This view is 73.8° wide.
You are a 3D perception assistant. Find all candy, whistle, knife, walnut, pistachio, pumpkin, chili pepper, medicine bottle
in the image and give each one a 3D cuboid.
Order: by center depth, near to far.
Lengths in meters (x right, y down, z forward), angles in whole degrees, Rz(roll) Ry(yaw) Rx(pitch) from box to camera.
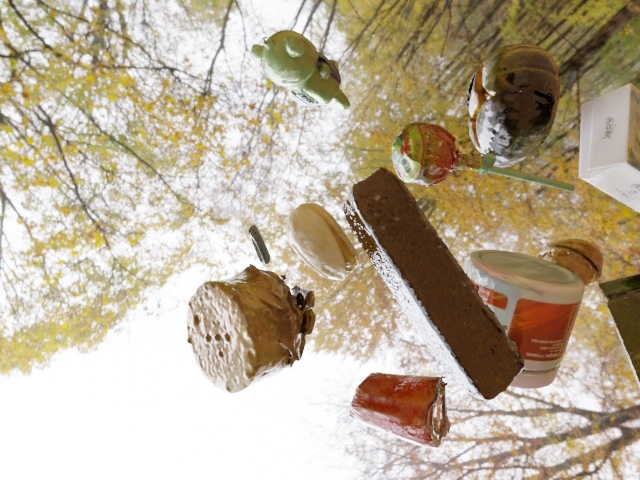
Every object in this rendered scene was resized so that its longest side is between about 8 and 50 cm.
[{"bbox_3d":[0.165,-0.070,0.423,0.200,0.061,0.061,9,-129,-12],"label":"candy"},{"bbox_3d":[-0.018,-0.278,0.720,0.227,0.105,0.085,17,-95,-53],"label":"whistle"},{"bbox_3d":[0.000,0.000,0.967,0.117,0.145,0.201,-31,-115,-17],"label":"pistachio"},{"bbox_3d":[0.440,0.168,0.984,0.252,0.241,0.252,6,-164,-2],"label":"medicine bottle"},{"bbox_3d":[0.625,0.065,1.082,0.144,0.180,0.144,2,-105,-7],"label":"walnut"},{"bbox_3d":[0.511,-0.369,1.149,0.192,0.321,0.321,3,-133,8],"label":"pumpkin"},{"bbox_3d":[-0.190,0.018,1.320,0.023,0.162,0.044,23,-122,31],"label":"knife"},{"bbox_3d":[0.267,0.529,1.420,0.251,0.305,0.230,-32,-58,-50],"label":"chili pepper"}]

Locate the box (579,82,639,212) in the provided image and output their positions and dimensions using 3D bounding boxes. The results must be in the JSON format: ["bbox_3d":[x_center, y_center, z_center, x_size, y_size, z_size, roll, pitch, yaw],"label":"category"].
[{"bbox_3d":[0.754,-0.206,1.015,0.274,0.116,0.203,20,-108,-23],"label":"box"}]

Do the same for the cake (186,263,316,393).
[{"bbox_3d":[-0.178,0.240,1.245,0.320,0.332,0.333,-10,-118,-48],"label":"cake"}]

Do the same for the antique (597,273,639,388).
[{"bbox_3d":[0.459,0.158,0.573,0.081,0.080,0.221,-25,-86,-60],"label":"antique"}]

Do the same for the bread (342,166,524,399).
[{"bbox_3d":[0.187,0.071,0.763,0.113,0.165,0.417,-33,-91,-8],"label":"bread"}]
